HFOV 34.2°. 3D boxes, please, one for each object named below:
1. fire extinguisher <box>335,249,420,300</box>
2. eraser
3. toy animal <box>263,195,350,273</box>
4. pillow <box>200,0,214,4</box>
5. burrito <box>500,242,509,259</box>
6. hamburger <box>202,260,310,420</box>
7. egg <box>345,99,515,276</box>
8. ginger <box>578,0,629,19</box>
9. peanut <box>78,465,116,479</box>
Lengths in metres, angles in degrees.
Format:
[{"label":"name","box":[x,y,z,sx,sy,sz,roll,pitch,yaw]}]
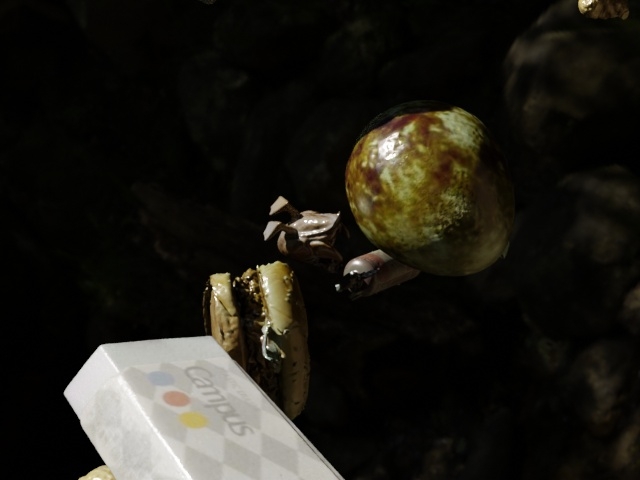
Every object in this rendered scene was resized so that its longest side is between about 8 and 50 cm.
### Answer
[{"label":"fire extinguisher","box":[0.100,0.048,1.886,0.252,0.075,0.106,-16,-33,-52]},{"label":"eraser","box":[-0.133,0.251,1.239,0.397,0.213,0.082,40,123,46]},{"label":"toy animal","box":[0.000,0.000,1.763,0.188,0.179,0.089,-16,46,49]},{"label":"pillow","box":[-0.172,-0.429,1.288,0.189,0.255,0.034,-52,11,-35]},{"label":"burrito","box":[0.281,-0.023,1.687,0.074,0.044,0.118,91,170,-63]},{"label":"hamburger","box":[-0.127,0.218,2.028,0.318,0.195,0.277,101,160,-56]},{"label":"egg","box":[0.163,-0.072,1.524,0.238,0.238,0.289,-59,41,32]},{"label":"ginger","box":[0.437,-0.392,1.638,0.052,0.176,0.193,-44,40,32]},{"label":"peanut","box":[-0.345,0.459,1.824,0.098,0.229,0.103,10,-82,-59]}]
